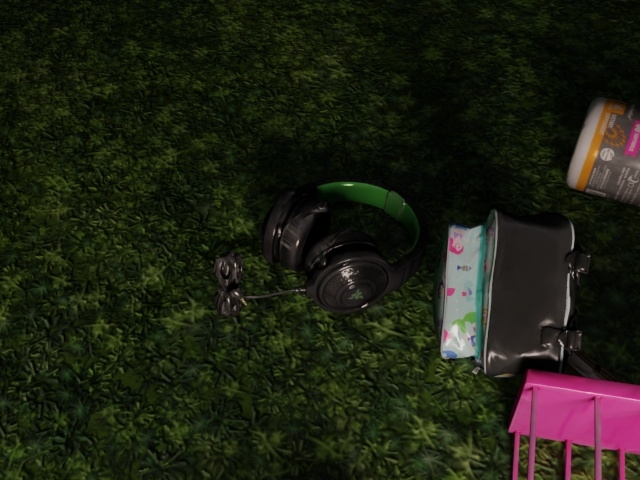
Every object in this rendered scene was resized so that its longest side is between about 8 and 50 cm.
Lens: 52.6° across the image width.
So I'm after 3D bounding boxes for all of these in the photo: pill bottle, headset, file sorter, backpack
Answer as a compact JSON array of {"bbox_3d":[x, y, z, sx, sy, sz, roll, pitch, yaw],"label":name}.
[{"bbox_3d":[0.563,-0.128,1.062,0.278,0.162,0.162,18,57,19],"label":"pill bottle"},{"bbox_3d":[0.000,0.000,1.015,0.394,0.185,0.243,-32,55,-30],"label":"headset"},{"bbox_3d":[0.371,0.288,0.746,0.291,0.202,0.182,6,59,13],"label":"file sorter"},{"bbox_3d":[0.251,0.073,0.889,0.191,0.253,0.225,4,88,16],"label":"backpack"}]

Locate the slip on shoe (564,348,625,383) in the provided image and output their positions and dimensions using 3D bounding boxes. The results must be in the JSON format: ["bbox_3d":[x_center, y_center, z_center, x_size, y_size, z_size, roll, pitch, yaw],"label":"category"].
[{"bbox_3d":[0.388,0.202,0.912,0.135,0.041,0.051,41,27,16],"label":"slip on shoe"}]
